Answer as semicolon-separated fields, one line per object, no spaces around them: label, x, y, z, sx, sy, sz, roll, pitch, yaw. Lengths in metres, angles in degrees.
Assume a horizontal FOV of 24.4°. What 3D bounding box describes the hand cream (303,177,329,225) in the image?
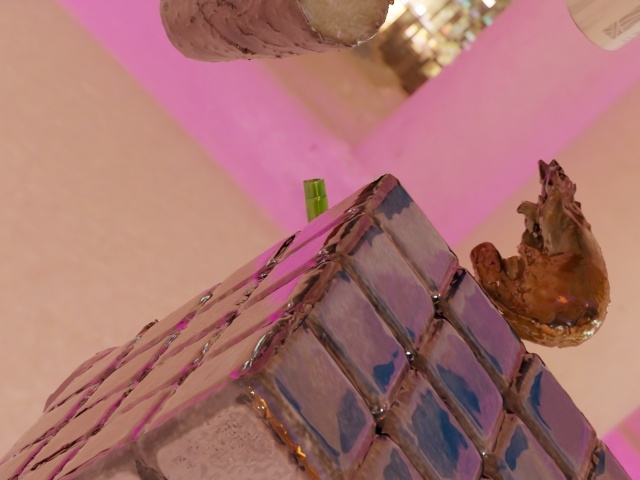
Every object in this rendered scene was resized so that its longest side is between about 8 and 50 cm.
hand cream;0.000;0.000;1.462;0.036;0.023;0.122;-46;131;-74

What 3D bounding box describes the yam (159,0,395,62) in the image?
yam;-0.047;-0.241;1.478;0.131;0.131;0.279;42;-20;-27

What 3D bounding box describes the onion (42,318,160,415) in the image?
onion;-0.201;0.165;1.563;0.140;0.195;0.218;33;47;-31

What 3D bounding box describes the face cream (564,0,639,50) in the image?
face cream;0.407;-0.322;1.517;0.102;0.345;0.102;24;50;-32

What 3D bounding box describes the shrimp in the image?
shrimp;0.182;-0.014;1.234;0.117;0.066;0.262;20;34;-15

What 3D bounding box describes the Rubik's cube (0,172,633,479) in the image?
Rubik's cube;-0.019;0.216;0.983;0.337;0.343;0.344;53;29;-7
